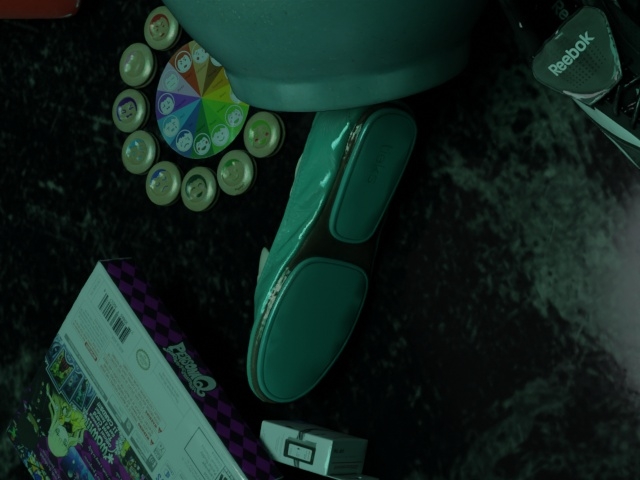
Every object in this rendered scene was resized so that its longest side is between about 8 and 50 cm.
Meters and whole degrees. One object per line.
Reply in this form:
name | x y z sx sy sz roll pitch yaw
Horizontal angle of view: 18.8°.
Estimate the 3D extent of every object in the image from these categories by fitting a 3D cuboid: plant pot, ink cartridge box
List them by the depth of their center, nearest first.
plant pot | 0.008 -0.205 1.347 0.293 0.293 0.196 6 115 36
ink cartridge box | 0.001 0.155 1.430 0.083 0.048 0.028 13 94 35

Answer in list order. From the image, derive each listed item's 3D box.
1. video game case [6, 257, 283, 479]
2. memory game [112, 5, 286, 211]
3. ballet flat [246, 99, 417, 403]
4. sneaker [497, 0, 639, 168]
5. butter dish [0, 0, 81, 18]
video game case | -0.145 0.167 1.509 0.232 0.042 0.210 52 129 28
memory game | -0.097 -0.115 1.552 0.186 0.012 0.186 -4 83 36
ballet flat | 0.000 0.000 1.440 0.087 0.083 0.247 37 108 58
sneaker | 0.194 -0.109 1.284 0.078 0.106 0.234 -51 60 21
butter dish | -0.273 -0.276 1.637 0.160 0.118 0.160 1 110 6
